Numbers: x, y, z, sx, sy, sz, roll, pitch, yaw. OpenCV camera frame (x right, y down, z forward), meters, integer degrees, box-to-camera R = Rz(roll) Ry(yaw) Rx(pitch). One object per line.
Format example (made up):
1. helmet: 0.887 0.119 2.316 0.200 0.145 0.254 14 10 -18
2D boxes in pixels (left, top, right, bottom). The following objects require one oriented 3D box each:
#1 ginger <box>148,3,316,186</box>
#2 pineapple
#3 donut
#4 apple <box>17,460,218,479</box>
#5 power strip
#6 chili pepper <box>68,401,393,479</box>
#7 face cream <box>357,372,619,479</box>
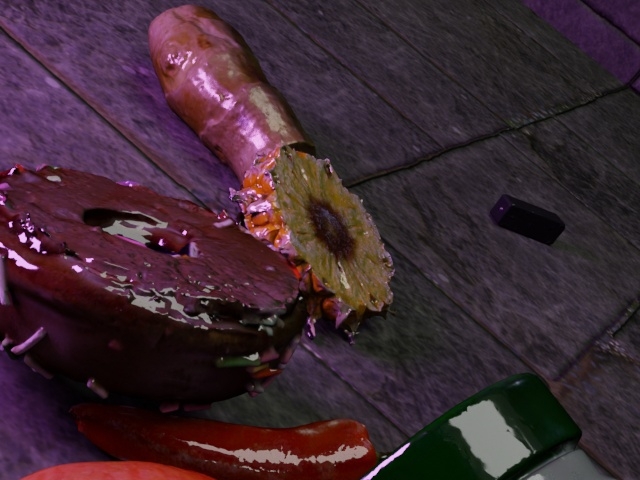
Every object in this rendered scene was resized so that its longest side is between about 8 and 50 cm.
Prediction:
1. ginger: -0.103 -0.151 1.527 0.109 0.116 0.263 -25 59 -17
2. pineapple: 0.000 0.000 1.382 0.221 0.047 0.221 35 35 -29
3. donut: -0.138 0.032 1.050 0.270 0.103 0.269 20 14 -5
4. apple: -0.100 0.198 0.706 0.209 0.209 0.164 12 52 -46
5. power strip: 0.272 -0.028 1.914 0.111 0.038 0.029 19 26 -38
6. chili pepper: -0.042 0.152 1.024 0.272 0.063 0.071 8 24 -16
7. face cream: 0.158 0.279 0.873 0.312 0.219 0.357 -16 62 -51
